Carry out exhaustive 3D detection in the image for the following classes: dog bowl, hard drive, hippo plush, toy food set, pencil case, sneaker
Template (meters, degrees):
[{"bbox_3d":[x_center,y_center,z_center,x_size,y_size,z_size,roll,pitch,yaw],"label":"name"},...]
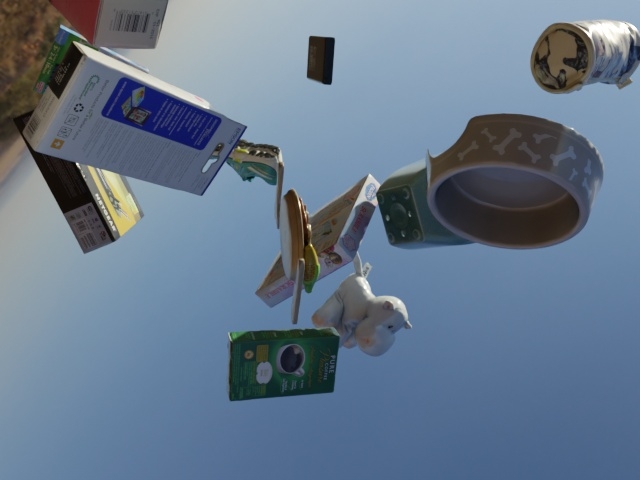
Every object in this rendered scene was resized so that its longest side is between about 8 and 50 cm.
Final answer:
[{"bbox_3d":[0.370,-0.099,1.251,0.349,0.349,0.102,-20,-134,51],"label":"dog bowl"},{"bbox_3d":[-0.001,-0.384,1.342,0.135,0.022,0.094,-130,-139,-66],"label":"hard drive"},{"bbox_3d":[0.150,0.222,1.825,0.236,0.234,0.294,22,-108,39],"label":"hippo plush"},{"bbox_3d":[-0.027,-0.003,0.813,0.132,0.038,0.192,100,-17,-48],"label":"toy food set"},{"bbox_3d":[0.679,-0.462,1.595,0.410,0.183,0.160,-21,166,-44],"label":"pencil case"},{"bbox_3d":[-0.224,-0.219,1.795,0.275,0.110,0.107,18,-145,34],"label":"sneaker"}]

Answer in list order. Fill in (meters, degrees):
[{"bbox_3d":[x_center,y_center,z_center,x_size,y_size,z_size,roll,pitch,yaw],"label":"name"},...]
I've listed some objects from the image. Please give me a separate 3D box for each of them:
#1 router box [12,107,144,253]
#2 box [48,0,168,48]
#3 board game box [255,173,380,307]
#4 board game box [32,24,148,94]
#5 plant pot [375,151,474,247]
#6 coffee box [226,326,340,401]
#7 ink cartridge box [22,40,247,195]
[{"bbox_3d":[-0.519,-0.150,1.399,0.081,0.309,0.243,-22,-165,5],"label":"router box"},{"bbox_3d":[-0.435,-0.497,1.268,0.148,0.232,0.127,-15,141,-46],"label":"box"},{"bbox_3d":[0.000,0.000,1.683,0.319,0.066,0.318,-32,-160,38],"label":"board game box"},{"bbox_3d":[-0.535,-0.378,1.482,0.160,0.211,0.039,-59,-150,15],"label":"board game box"},{"bbox_3d":[0.291,-0.094,1.617,0.252,0.247,0.248,-17,-175,-31],"label":"plant pot"},{"bbox_3d":[-0.063,0.205,1.057,0.040,0.184,0.113,-132,-137,-65],"label":"coffee box"},{"bbox_3d":[-0.308,-0.196,1.119,0.069,0.371,0.176,46,-72,33],"label":"ink cartridge box"}]
